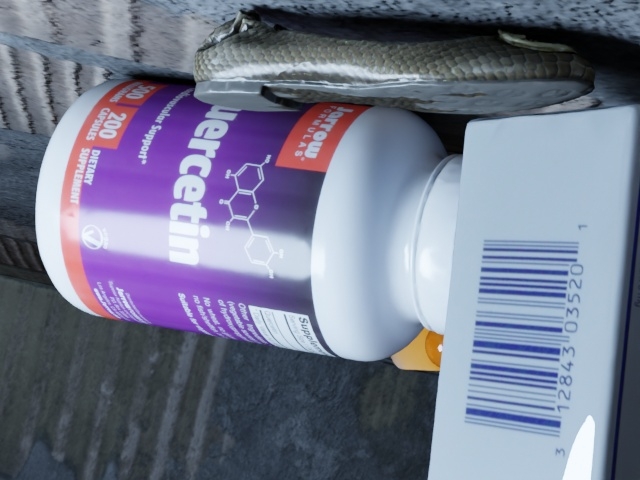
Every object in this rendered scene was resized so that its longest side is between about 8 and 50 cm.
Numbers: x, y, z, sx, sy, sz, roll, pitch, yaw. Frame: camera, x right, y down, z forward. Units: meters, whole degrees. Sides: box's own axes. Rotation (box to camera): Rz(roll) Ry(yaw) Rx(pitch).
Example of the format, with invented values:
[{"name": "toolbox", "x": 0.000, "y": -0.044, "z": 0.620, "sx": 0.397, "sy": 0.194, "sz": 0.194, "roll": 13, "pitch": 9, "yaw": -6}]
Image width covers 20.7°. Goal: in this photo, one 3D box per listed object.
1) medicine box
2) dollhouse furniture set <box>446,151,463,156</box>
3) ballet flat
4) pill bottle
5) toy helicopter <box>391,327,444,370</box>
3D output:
[{"name": "medicine box", "x": 0.227, "y": 0.071, "z": 1.055, "sx": 0.289, "sy": 0.263, "sz": 0.149, "roll": 8, "pitch": 176, "yaw": -35}, {"name": "dollhouse furniture set", "x": 0.079, "y": 0.007, "z": 1.422, "sx": 0.129, "sy": 0.129, "sz": 0.183, "roll": 10, "pitch": 170, "yaw": 16}, {"name": "ballet flat", "x": 0.038, "y": -0.106, "z": 1.017, "sx": 0.250, "sy": 0.058, "sz": 0.084, "roll": 2, "pitch": 171, "yaw": 28}, {"name": "pill bottle", "x": -0.030, "y": -0.015, "z": 1.257, "sx": 0.323, "sy": 0.181, "sz": 0.181, "roll": 7, "pitch": 171, "yaw": 26}, {"name": "toy helicopter", "x": 0.192, "y": 0.054, "z": 1.494, "sx": 0.235, "sy": 0.140, "sz": 0.355, "roll": -11, "pitch": 158, "yaw": -11}]
